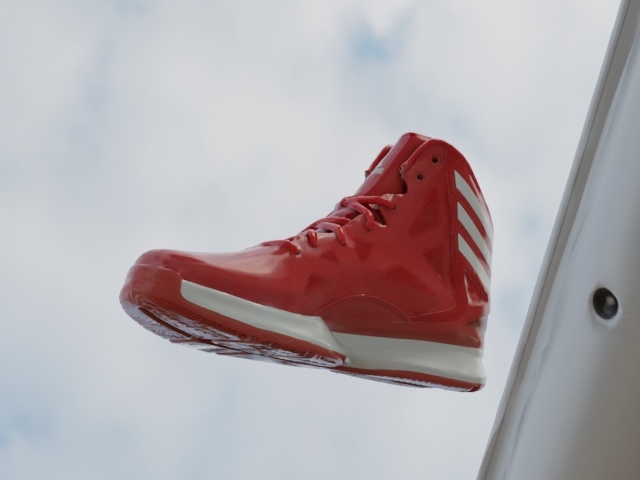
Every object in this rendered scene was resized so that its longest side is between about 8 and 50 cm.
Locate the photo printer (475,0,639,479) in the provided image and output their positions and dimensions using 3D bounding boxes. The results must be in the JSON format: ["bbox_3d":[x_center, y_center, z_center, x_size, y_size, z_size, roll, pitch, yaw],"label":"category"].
[{"bbox_3d":[0.196,-0.015,0.726,0.256,0.107,0.307,-12,-55,-43],"label":"photo printer"}]

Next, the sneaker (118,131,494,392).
[{"bbox_3d":[0.000,0.000,0.966,0.221,0.087,0.128,16,-101,-42],"label":"sneaker"}]
